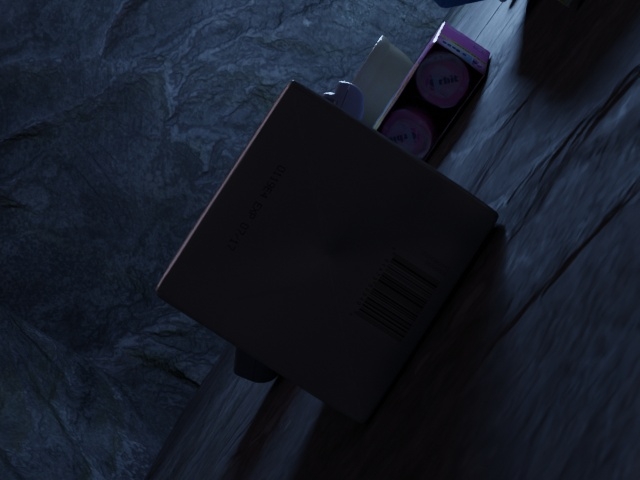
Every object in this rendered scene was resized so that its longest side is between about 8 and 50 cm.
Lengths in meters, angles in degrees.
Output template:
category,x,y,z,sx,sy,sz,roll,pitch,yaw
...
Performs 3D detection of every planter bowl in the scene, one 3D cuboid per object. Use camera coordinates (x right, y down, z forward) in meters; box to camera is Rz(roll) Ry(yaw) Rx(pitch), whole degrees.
category,x,y,z,sx,sy,sz,roll,pitch,yaw
planter bowl,0.075,-0.152,1.307,0.162,0.109,0.162,-56,2,4

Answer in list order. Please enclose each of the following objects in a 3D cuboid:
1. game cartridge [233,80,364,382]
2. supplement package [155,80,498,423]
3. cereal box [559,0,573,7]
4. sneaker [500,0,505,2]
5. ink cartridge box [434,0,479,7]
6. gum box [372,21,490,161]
category,x,y,z,sx,sy,sz,roll,pitch,yaw
game cartridge,-0.022,-0.002,1.161,0.198,0.062,0.297,95,-167,-61
supplement package,0.000,0.000,0.675,0.139,0.134,0.244,-57,3,2
cereal box,0.240,-0.295,0.747,0.240,0.047,0.173,-55,3,42
sneaker,0.235,-0.324,1.308,0.044,0.040,0.109,-37,16,28
ink cartridge box,0.173,-0.405,1.053,0.197,0.198,0.270,-25,-22,-49
gum box,0.096,-0.125,1.115,0.188,0.062,0.107,-56,3,24
